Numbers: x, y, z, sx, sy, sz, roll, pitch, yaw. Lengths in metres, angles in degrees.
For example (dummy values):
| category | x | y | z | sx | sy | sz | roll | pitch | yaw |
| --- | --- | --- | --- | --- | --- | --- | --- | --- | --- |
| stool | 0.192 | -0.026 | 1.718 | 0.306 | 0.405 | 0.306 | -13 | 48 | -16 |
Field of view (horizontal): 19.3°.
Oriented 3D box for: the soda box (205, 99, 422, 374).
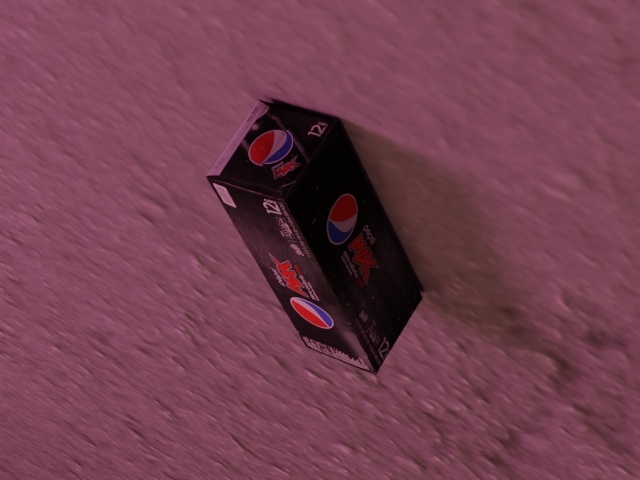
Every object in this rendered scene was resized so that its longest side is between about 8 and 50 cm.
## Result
| category | x | y | z | sx | sy | sz | roll | pitch | yaw |
| --- | --- | --- | --- | --- | --- | --- | --- | --- | --- |
| soda box | 0.000 | 0.000 | 1.034 | 0.053 | 0.060 | 0.169 | 17 | 152 | 32 |
